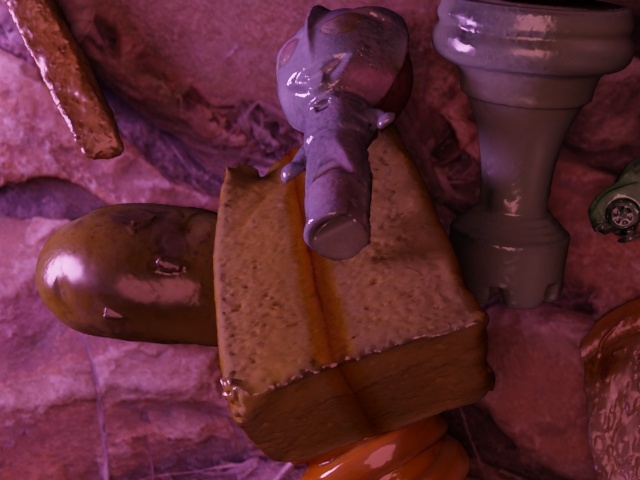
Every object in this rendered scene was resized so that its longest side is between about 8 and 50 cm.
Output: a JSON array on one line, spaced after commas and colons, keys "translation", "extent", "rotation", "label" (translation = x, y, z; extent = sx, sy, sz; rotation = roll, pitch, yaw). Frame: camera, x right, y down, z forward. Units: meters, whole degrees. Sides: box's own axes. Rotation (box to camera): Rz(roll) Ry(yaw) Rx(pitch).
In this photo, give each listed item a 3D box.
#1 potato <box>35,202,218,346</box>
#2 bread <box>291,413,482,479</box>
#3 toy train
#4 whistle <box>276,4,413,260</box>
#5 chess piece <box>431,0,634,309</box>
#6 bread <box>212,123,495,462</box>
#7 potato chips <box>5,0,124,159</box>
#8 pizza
[{"translation": [-0.196, 0.044, 1.287], "extent": [0.271, 0.111, 0.160], "rotation": [6, 99, 12], "label": "potato"}, {"translation": [0.034, 0.191, 1.248], "extent": [0.173, 0.121, 0.311], "rotation": [-32, 86, 13], "label": "bread"}, {"translation": [0.340, -0.055, 1.175], "extent": [0.149, 0.099, 0.081], "rotation": [-18, 79, 15], "label": "toy train"}, {"translation": [0.022, -0.121, 1.137], "extent": [0.142, 0.346, 0.134], "rotation": [-7, 134, 8], "label": "whistle"}, {"translation": [0.197, -0.090, 1.162], "extent": [0.194, 0.194, 0.299], "rotation": [8, 107, 11], "label": "chess piece"}, {"translation": [0.000, 0.000, 1.116], "extent": [0.233, 0.245, 0.362], "rotation": [-19, 63, 3], "label": "bread"}, {"translation": [-0.321, -0.267, 1.295], "extent": [0.057, 0.080, 0.407], "rotation": [-25, 89, -3], "label": "potato chips"}, {"translation": [0.339, 0.172, 1.194], "extent": [0.181, 0.034, 0.262], "rotation": [19, 87, 26], "label": "pizza"}]
